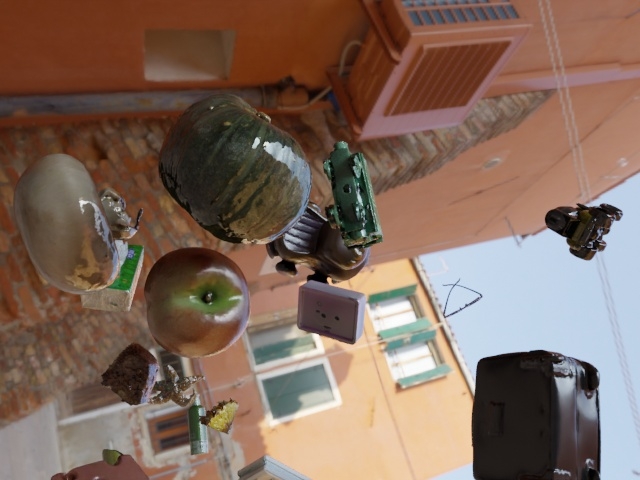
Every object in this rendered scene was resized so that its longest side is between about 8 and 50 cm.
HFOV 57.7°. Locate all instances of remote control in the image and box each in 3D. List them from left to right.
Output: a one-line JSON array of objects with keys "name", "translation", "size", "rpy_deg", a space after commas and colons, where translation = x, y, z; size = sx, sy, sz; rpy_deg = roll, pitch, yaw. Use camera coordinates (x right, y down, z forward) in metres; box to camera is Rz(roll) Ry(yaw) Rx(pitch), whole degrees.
[{"name": "remote control", "translation": [-0.089, 0.673, 1.573], "size": [0.103, 0.277, 0.055], "rpy_deg": [-36, -148, 21]}]

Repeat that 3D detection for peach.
[{"name": "peach", "translation": [-0.278, 0.140, 1.312], "size": [0.252, 0.253, 0.252], "rpy_deg": [169, -90, -70]}]

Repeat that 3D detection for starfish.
[{"name": "starfish", "translation": [-0.488, 0.487, 1.933], "size": [0.150, 0.210, 0.053], "rpy_deg": [69, -20, 9]}]

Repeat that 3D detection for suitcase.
[{"name": "suitcase", "translation": [0.520, 0.455, 1.447], "size": [0.339, 0.188, 0.345], "rpy_deg": [-28, -128, 60]}]

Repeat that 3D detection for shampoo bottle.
[{"name": "shampoo bottle", "translation": [-0.432, 0.641, 2.034], "size": [0.065, 0.065, 0.204], "rpy_deg": [128, -43, -64]}]

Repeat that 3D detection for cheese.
[{"name": "cheese", "translation": [-0.518, 0.607, 1.414], "size": [0.128, 0.177, 0.202], "rpy_deg": [26, -42, 40]}]

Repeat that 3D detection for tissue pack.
[{"name": "tissue pack", "translation": [-0.645, 0.092, 1.810], "size": [0.209, 0.148, 0.156], "rpy_deg": [-92, -166, -49]}]

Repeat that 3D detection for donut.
[{"name": "donut", "translation": [-0.469, 0.337, 1.473], "size": [0.186, 0.144, 0.126], "rpy_deg": [69, 45, -82]}]

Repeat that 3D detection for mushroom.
[{"name": "mushroom", "translation": [-0.594, -0.048, 1.466], "size": [0.362, 0.295, 0.362], "rpy_deg": [51, -29, 43]}]

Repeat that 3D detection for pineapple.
[{"name": "pineapple", "translation": [-0.260, 0.446, 1.448], "size": [0.114, 0.114, 0.077], "rpy_deg": [-23, -81, 42]}]

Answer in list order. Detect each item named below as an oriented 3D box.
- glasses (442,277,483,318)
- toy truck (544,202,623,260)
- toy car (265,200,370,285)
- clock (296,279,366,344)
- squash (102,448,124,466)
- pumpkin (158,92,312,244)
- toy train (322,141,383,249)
[{"name": "glasses", "translation": [0.426, 0.169, 1.823], "size": [0.103, 0.140, 0.062], "rpy_deg": [64, 18, 17]}, {"name": "toy truck", "translation": [0.767, -0.050, 1.707], "size": [0.165, 0.224, 0.147], "rpy_deg": [33, -61, 31]}, {"name": "toy car", "translation": [0.000, 0.000, 1.876], "size": [0.240, 0.341, 0.271], "rpy_deg": [137, -27, -70]}, {"name": "clock", "translation": [0.031, 0.213, 1.733], "size": [0.197, 0.063, 0.150], "rpy_deg": [12, -70, 24]}, {"name": "squash", "translation": [-0.629, 0.790, 1.936], "size": [0.237, 0.204, 0.155], "rpy_deg": [-20, -128, 36]}, {"name": "pumpkin", "translation": [-0.174, -0.142, 1.176], "size": [0.257, 0.292, 0.327], "rpy_deg": [-52, -150, 7]}, {"name": "toy train", "translation": [0.070, -0.111, 1.458], "size": [0.154, 0.115, 0.269], "rpy_deg": [44, 33, -69]}]
